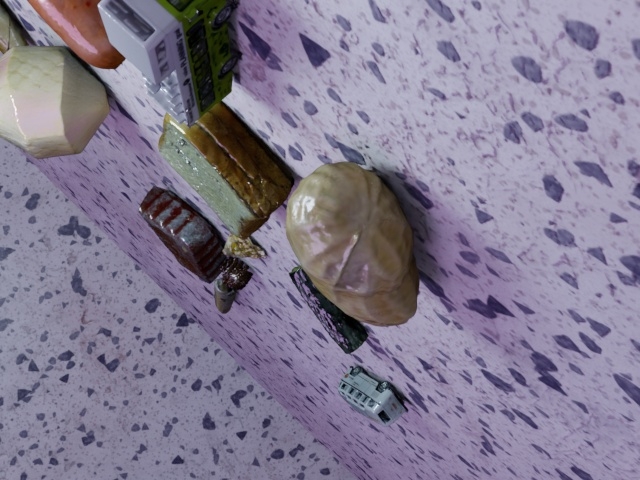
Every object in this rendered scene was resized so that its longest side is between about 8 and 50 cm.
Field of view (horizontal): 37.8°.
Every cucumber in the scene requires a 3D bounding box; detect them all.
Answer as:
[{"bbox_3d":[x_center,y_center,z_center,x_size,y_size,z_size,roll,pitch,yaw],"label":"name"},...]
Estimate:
[{"bbox_3d":[0.006,0.142,1.938,0.211,0.062,0.078,47,165,-15],"label":"cucumber"}]

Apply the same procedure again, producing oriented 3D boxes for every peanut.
[{"bbox_3d":[0.051,0.010,1.319,0.174,0.158,0.340,8,159,13],"label":"peanut"}]

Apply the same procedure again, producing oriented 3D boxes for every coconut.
[{"bbox_3d":[-0.569,-0.292,1.965,0.259,0.259,0.259,40,164,14],"label":"coconut"}]

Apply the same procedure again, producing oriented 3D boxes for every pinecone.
[{"bbox_3d":[-0.209,0.079,2.304,0.077,0.077,0.083,60,-179,-46],"label":"pinecone"}]

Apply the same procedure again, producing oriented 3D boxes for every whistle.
[{"bbox_3d":[-0.277,0.155,2.697,0.068,0.057,0.326,46,165,3],"label":"whistle"}]

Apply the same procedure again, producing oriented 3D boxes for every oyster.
[{"bbox_3d":[-0.174,0.007,2.099,0.146,0.045,0.121,31,147,36],"label":"oyster"}]

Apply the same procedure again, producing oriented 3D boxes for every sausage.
[{"bbox_3d":[-0.401,-0.384,1.484,0.259,0.113,0.114,49,164,-16],"label":"sausage"}]

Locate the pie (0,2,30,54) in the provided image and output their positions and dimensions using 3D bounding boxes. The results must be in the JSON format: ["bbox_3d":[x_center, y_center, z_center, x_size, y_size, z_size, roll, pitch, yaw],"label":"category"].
[{"bbox_3d":[-0.740,-0.512,2.069,0.129,0.068,0.282,28,158,41],"label":"pie"}]

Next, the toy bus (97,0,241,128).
[{"bbox_3d":[-0.188,-0.255,1.226,0.113,0.139,0.301,43,167,10],"label":"toy bus"}]

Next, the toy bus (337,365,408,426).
[{"bbox_3d":[0.115,0.369,2.218,0.194,0.089,0.087,23,154,55],"label":"toy bus"}]

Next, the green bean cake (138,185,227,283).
[{"bbox_3d":[-0.330,-0.009,2.320,0.199,0.097,0.232,33,162,29],"label":"green bean cake"}]

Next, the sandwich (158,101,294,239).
[{"bbox_3d":[-0.170,-0.131,1.604,0.249,0.095,0.273,48,165,-2],"label":"sandwich"}]
